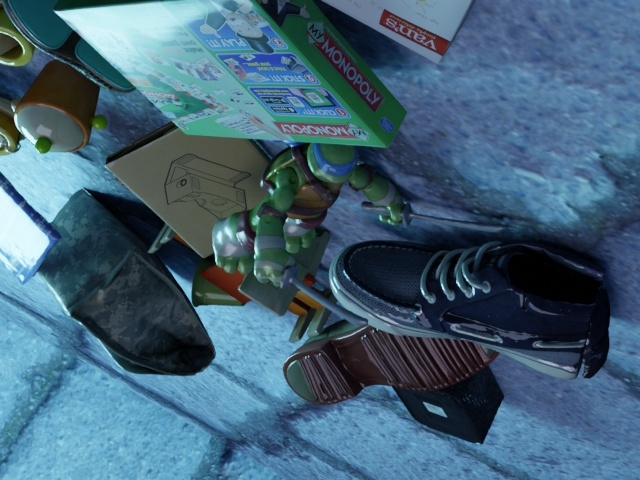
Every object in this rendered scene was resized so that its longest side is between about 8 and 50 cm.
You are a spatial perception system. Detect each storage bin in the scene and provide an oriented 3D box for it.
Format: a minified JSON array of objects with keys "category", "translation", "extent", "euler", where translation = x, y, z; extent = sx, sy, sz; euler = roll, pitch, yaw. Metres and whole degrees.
[{"category":"storage bin","translation":[0.187,0.219,1.760],"extent":[0.122,0.084,0.180],"euler":[16,156,31]}]

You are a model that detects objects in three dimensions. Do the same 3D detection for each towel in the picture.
[{"category":"towel","translation":[-0.510,-0.095,1.720],"extent":[0.336,0.040,0.243],"euler":[48,152,-3]}]

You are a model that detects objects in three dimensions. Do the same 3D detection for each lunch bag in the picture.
[{"category":"lunch bag","translation":[-0.310,0.091,1.903],"extent":[0.235,0.169,0.287],"euler":[42,175,47]}]

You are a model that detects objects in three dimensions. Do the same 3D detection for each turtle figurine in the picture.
[{"category":"turtle figurine","translation":[0.000,0.000,1.329],"extent":[0.275,0.197,0.266],"euler":[38,156,-12]}]

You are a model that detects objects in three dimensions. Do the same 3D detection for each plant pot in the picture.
[{"category":"plant pot","translation":[-0.153,0.073,1.875],"extent":[0.079,0.083,0.083],"euler":[11,156,11]}]

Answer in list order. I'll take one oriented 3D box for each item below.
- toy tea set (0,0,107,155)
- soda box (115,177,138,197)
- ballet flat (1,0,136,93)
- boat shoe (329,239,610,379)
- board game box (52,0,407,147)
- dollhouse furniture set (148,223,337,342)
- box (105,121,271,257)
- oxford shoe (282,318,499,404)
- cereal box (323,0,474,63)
[{"category":"toy tea set","translation":[-0.427,-0.160,1.492],"extent":[0.336,0.124,0.200],"euler":[-20,134,39]},{"category":"soda box","translation":[-0.193,-0.091,1.560],"extent":[0.063,0.058,0.183],"euler":[41,157,-30]},{"category":"ballet flat","translation":[-0.287,-0.232,1.354],"extent":[0.188,0.070,0.070],"euler":[41,156,-21]},{"category":"boat shoe","translation":[0.169,0.043,1.352],"extent":[0.341,0.127,0.158],"euler":[14,150,14]},{"category":"board game box","translation":[-0.094,-0.176,1.149],"extent":[0.317,0.046,0.213],"euler":[9,153,46]},{"category":"dollhouse furniture set","translation":[-0.096,0.047,1.644],"extent":[0.262,0.135,0.259],"euler":[34,159,-13]},{"category":"box","translation":[-0.138,-0.071,1.458],"extent":[0.164,0.021,0.201],"euler":[-26,133,19]},{"category":"oxford shoe","translation":[0.106,0.132,1.645],"extent":[0.348,0.130,0.123],"euler":[-13,114,36]},{"category":"cereal box","translation":[0.053,-0.243,0.908],"extent":[0.173,0.047,0.240],"euler":[29,159,3]}]
